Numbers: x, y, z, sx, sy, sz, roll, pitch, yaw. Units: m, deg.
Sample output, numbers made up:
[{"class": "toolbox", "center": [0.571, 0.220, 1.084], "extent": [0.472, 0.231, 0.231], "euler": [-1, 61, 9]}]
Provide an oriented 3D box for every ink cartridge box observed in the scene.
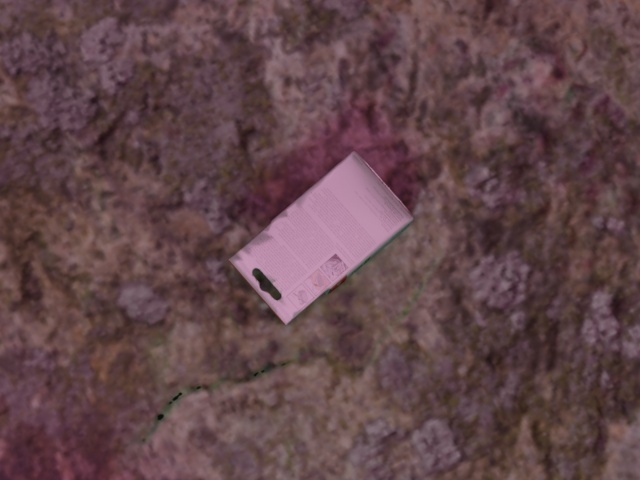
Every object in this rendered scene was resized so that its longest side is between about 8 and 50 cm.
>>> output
[{"class": "ink cartridge box", "center": [0.000, 0.000, 1.345], "extent": [0.115, 0.029, 0.063], "euler": [-40, 86, -8]}]
